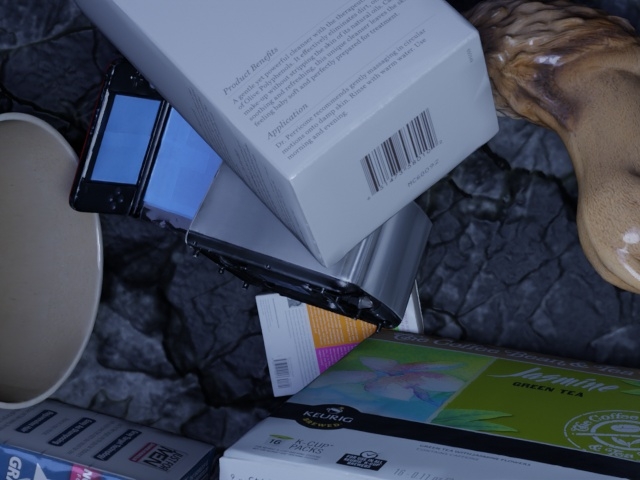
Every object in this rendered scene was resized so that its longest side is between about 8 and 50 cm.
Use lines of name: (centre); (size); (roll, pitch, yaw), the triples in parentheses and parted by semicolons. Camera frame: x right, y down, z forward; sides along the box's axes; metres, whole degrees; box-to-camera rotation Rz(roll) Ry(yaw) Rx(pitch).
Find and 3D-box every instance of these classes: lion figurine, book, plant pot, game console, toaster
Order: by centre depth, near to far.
lion figurine: (0.247, -0.064, 1.603); (0.240, 0.392, 0.142); (8, 125, -20)
toaster: (0.000, 0.000, 1.701); (0.185, 0.168, 0.110); (18, 83, 21)
plant pot: (-0.379, 0.017, 1.779); (0.274, 0.256, 0.256); (0, 98, 27)
game console: (-0.141, -0.079, 1.786); (0.085, 0.124, 0.144); (25, 102, 34)
book: (0.020, 0.085, 1.799); (0.144, 0.035, 0.096); (-8, 97, 13)

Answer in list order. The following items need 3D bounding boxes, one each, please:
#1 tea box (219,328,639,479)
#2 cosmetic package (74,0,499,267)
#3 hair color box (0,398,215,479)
tea box: (0.132, 0.238, 1.607); (0.329, 0.323, 0.220); (8, 108, 22)
cosmetic package: (-0.048, -0.182, 1.619); (0.197, 0.155, 0.365); (-38, 60, -9)
hair color box: (-0.288, 0.205, 1.803); (0.347, 0.174, 0.105); (14, 100, 9)
